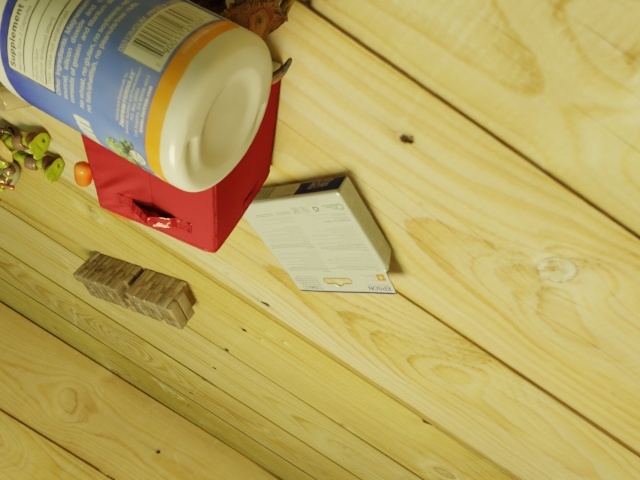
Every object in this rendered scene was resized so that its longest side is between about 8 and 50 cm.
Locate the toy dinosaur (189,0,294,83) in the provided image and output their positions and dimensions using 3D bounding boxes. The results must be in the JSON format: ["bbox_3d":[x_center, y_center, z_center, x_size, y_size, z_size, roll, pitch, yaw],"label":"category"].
[{"bbox_3d":[-0.109,-0.301,0.473,0.200,0.127,0.296,19,138,17],"label":"toy dinosaur"}]

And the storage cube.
[{"bbox_3d":[-0.175,-0.134,0.638,0.183,0.215,0.193,22,140,6],"label":"storage cube"}]

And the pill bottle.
[{"bbox_3d":[-0.195,-0.170,0.444,0.272,0.152,0.152,29,144,9],"label":"pill bottle"}]

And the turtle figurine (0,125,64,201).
[{"bbox_3d":[-0.667,-0.186,1.036,0.217,0.087,0.270,13,128,10],"label":"turtle figurine"}]

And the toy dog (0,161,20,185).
[{"bbox_3d":[-0.893,-0.146,1.186,0.333,0.161,0.220,-17,123,46],"label":"toy dog"}]

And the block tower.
[{"bbox_3d":[-0.484,0.129,1.272,0.335,0.091,0.097,16,141,21],"label":"block tower"}]

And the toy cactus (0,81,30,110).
[{"bbox_3d":[-0.381,-0.231,0.700,0.219,0.180,0.112,36,140,12],"label":"toy cactus"}]

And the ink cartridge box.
[{"bbox_3d":[0.000,0.000,0.808,0.223,0.045,0.224,-2,133,38],"label":"ink cartridge box"}]

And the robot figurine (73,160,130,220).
[{"bbox_3d":[-0.326,-0.116,0.834,0.128,0.158,0.219,44,149,9],"label":"robot figurine"}]
